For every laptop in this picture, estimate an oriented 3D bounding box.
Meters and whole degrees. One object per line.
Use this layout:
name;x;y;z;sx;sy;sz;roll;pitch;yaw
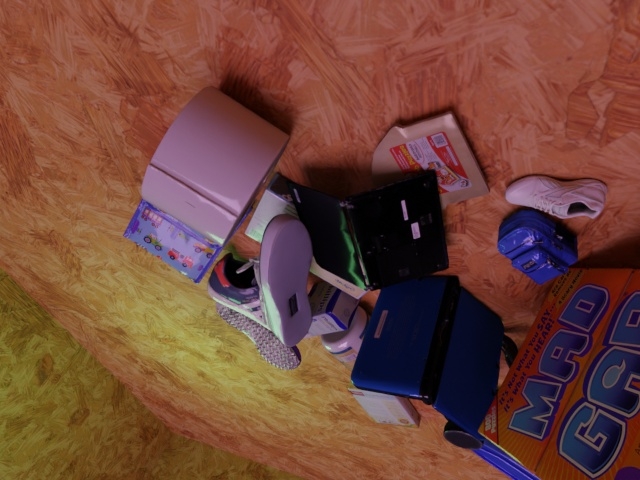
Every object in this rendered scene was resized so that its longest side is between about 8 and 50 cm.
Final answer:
laptop;0.095;-0.030;0.934;0.264;0.137;0.234;-17;127;4

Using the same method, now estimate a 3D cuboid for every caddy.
caddy;0.576;0.561;1.296;0.341;0.179;0.241;31;160;16

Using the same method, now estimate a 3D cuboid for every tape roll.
tape roll;-0.188;-0.133;0.873;0.169;0.246;0.246;32;142;-8

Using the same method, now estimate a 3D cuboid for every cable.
cable;0.400;0.295;1.097;0.047;0.184;0.151;16;119;-28

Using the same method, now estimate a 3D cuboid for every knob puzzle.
knob puzzle;0.177;-0.132;0.836;0.213;0.030;0.213;16;142;13

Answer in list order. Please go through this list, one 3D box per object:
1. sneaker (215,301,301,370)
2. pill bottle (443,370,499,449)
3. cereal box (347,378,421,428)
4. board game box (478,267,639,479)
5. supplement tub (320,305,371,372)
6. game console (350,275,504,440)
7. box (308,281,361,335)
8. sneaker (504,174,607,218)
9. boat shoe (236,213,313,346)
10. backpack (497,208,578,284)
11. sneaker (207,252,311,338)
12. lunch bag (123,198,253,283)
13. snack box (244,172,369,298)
sneaker;-0.148;0.233;1.355;0.293;0.146;0.102;42;126;8
pill bottle;0.376;0.398;1.187;0.122;0.219;0.123;16;141;13
cereal box;0.219;0.554;1.602;0.173;0.047;0.240;-6;132;34
board game box;0.552;0.285;0.738;0.356;0.356;0.356;31;173;-7
supplement tub;0.111;0.282;1.266;0.144;0.144;0.200;-18;124;43
game console;0.240;0.238;1.019;0.250;0.293;0.173;0;135;31
box;0.024;0.165;1.196;0.137;0.126;0.072;-22;121;44
sneaker;0.379;-0.069;0.769;0.152;0.061;0.054;4;139;28
boat shoe;-0.107;0.075;1.071;0.156;0.136;0.367;31;143;32
backpack;0.377;0.009;0.830;0.120;0.101;0.098;36;135;-7
sneaker;-0.129;0.143;1.266;0.349;0.131;0.148;22;128;-6
lunch bag;-0.306;-0.069;1.139;0.221;0.138;0.293;35;130;-10
snack box;0.000;0.000;1.069;0.321;0.060;0.187;31;143;-6
